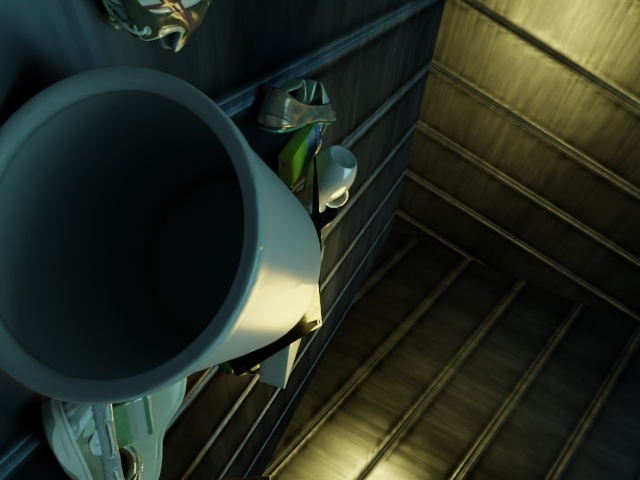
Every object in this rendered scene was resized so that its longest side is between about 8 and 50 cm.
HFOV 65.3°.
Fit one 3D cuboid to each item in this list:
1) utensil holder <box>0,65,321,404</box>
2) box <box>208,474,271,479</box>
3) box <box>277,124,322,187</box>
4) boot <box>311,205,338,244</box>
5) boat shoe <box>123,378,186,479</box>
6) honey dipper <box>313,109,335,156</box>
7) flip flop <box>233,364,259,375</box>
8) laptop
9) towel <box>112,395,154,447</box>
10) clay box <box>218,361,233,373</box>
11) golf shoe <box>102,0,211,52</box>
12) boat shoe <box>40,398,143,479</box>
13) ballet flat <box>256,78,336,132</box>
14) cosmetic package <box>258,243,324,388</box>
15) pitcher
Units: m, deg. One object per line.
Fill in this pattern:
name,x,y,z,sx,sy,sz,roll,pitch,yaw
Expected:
utensil holder,-0.181,0.011,0.661,0.385,0.327,0.328,36,77,-79
box,-0.279,0.845,1.391,0.296,0.293,0.183,-110,-150,-54
box,-0.051,-0.236,1.299,0.109,0.042,0.178,93,23,-56
boot,-0.001,-0.002,1.778,0.190,0.076,0.209,-46,151,-22
boat shoe,-0.349,0.348,1.004,0.109,0.091,0.305,12,95,-30
honey dipper,0.004,-0.311,1.426,0.030,0.030,0.161,79,32,-65
flip flop,-0.200,0.391,1.634,0.112,0.080,0.277,-68,166,2
laptop,-0.111,0.077,1.227,0.407,0.236,0.382,-30,151,-15
towel,-0.376,0.334,0.890,0.151,0.023,0.113,-16,128,-33
clay box,-0.214,0.253,1.429,0.128,0.053,0.222,98,19,-44
golf shoe,-0.205,-0.285,0.553,0.120,0.105,0.273,-64,167,17
boat shoe,-0.350,0.362,0.831,0.103,0.118,0.321,-24,126,-21
ballet flat,-0.037,-0.310,1.131,0.316,0.107,0.106,-39,139,-64
cosmetic package,-0.090,0.226,1.562,0.285,0.097,0.377,103,5,-52
pitcher,0.032,-0.160,1.373,0.177,0.126,0.207,-3,148,-36
